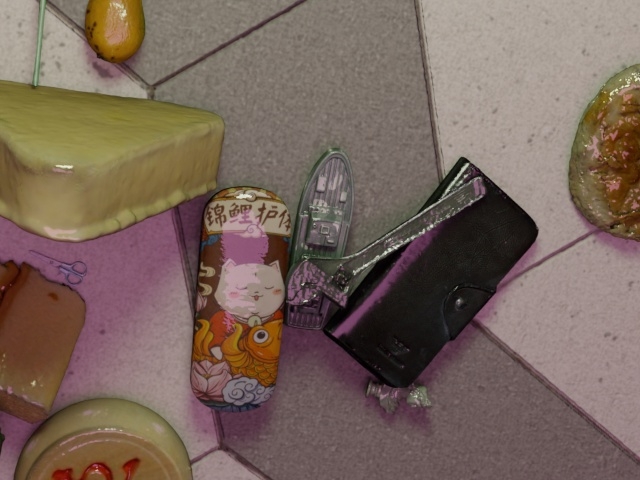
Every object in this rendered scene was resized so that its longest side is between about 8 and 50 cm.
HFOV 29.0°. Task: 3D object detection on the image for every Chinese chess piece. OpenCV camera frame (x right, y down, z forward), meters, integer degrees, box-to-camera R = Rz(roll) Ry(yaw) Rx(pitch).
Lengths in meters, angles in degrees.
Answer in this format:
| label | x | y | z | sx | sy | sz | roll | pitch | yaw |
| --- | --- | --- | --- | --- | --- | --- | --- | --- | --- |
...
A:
| label | x | y | z | sx | sy | sz | roll | pitch | yaw |
| --- | --- | --- | --- | --- | --- | --- | --- | --- | --- |
| Chinese chess piece | -0.305 | 0.346 | 1.743 | 0.251 | 0.097 | 0.250 | -3 | 106 | -9 |

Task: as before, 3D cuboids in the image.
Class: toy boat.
| label | x | y | z | sx | sy | sz | roll | pitch | yaw |
| --- | --- | --- | --- | --- | --- | --- | --- | --- | --- |
| toy boat | 0.000 | 0.000 | 1.702 | 0.078 | 0.085 | 0.260 | 9 | 103 | -11 |

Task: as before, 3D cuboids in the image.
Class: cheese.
| label | x | y | z | sx | sy | sz | roll | pitch | yaw |
| --- | --- | --- | --- | --- | --- | --- | --- | --- | --- |
| cheese | -0.303 | -0.100 | 1.491 | 0.384 | 0.384 | 0.104 | 7 | 109 | -11 |

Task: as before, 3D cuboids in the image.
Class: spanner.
| label | x | y | z | sx | sy | sz | roll | pitch | yaw |
| --- | --- | --- | --- | --- | --- | --- | --- | --- | --- |
| spanner | 0.090 | 0.002 | 1.681 | 0.325 | 0.026 | 0.093 | -32 | 101 | -12 |

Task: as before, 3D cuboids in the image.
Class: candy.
| label | x | y | z | sx | sy | sz | roll | pitch | yaw |
| --- | --- | --- | --- | --- | --- | --- | --- | --- | --- |
| candy | -0.355 | -0.297 | 1.574 | 0.061 | 0.061 | 0.202 | 6 | 100 | -11 |

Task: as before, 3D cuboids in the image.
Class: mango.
| label | x | y | z | sx | sy | sz | roll | pitch | yaw |
| --- | --- | --- | --- | --- | --- | --- | --- | --- | --- |
| mango | -0.264 | -0.286 | 1.598 | 0.079 | 0.057 | 0.114 | 8 | 100 | -4 |

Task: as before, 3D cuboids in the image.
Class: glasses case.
| label | x | y | z | sx | sy | sz | roll | pitch | yaw |
| --- | --- | --- | --- | --- | --- | --- | --- | --- | --- |
| glasses case | -0.112 | 0.083 | 1.709 | 0.122 | 0.082 | 0.321 | 4 | 104 | -7 |

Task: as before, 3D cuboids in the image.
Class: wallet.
| label | x | y | z | sx | sy | sz | roll | pitch | yaw |
| --- | --- | --- | --- | --- | --- | --- | --- | --- | --- |
| wallet | 0.160 | 0.055 | 1.749 | 0.172 | 0.045 | 0.318 | 41 | 88 | -20 |

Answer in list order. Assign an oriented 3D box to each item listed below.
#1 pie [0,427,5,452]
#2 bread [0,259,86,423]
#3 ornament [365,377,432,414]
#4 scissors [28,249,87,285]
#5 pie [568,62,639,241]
| label | x | y | z | sx | sy | sz | roll | pitch | yaw |
| --- | --- | --- | --- | --- | --- | --- | --- | --- | --- |
| pie | -0.603 | 0.274 | 1.644 | 0.371 | 0.078 | 0.296 | 5 | 125 | -1 |
| bread | -0.448 | 0.121 | 1.696 | 0.240 | 0.135 | 0.178 | 27 | 66 | -14 |
| ornament | 0.112 | 0.222 | 1.806 | 0.092 | 0.041 | 0.068 | -14 | 101 | 5 |
| scissors | -0.361 | 0.033 | 1.696 | 0.083 | 0.006 | 0.036 | 28 | 97 | -15 |
| pie | 0.477 | -0.123 | 1.762 | 0.274 | 0.055 | 0.274 | -3 | 111 | -8 |
